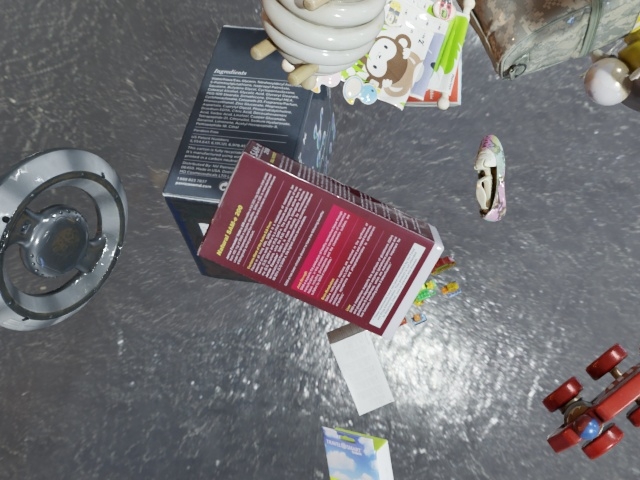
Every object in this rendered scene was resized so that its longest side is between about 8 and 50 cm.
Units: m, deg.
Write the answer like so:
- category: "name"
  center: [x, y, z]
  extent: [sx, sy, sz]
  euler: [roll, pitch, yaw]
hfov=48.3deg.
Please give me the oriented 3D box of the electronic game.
- category: "electronic game"
  center: [-0.319, 0.000, 0.853]
  extent: [0.048, 0.229, 0.229]
  euler: [21, 92, 26]

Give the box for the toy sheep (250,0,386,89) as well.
- category: "toy sheep"
  center: [0.000, -0.150, 0.466]
  extent: [0.091, 0.132, 0.091]
  euler: [8, 55, -12]

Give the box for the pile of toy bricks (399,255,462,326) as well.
- category: "pile of toy bricks"
  center: [0.226, 0.120, 1.656]
  extent: [0.212, 0.105, 0.118]
  euler: [-27, 68, 12]

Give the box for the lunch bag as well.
- category: "lunch bag"
  center: [0.353, -0.444, 1.202]
  extent: [0.256, 0.212, 0.305]
  euler: [-24, 73, 3]

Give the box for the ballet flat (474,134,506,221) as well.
- category: "ballet flat"
  center: [0.421, -0.158, 1.795]
  extent: [0.079, 0.077, 0.222]
  euler: [-3, 89, -39]

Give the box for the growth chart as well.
- category: "growth chart"
  center: [0.074, -0.244, 0.864]
  extent: [0.237, 0.021, 0.172]
  euler: [11, 87, -22]

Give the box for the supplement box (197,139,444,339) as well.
- category: "supplement box"
  center: [0.000, 0.000, 0.798]
  extent: [0.239, 0.073, 0.130]
  euler: [25, 108, -8]

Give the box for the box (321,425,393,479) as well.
- category: "box"
  center: [0.066, 0.388, 1.178]
  extent: [0.109, 0.042, 0.178]
  euler: [2, 107, 38]

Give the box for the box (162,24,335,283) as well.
- category: "box"
  center: [-0.113, -0.156, 1.358]
  extent: [0.211, 0.293, 0.396]
  euler: [6, 61, 9]

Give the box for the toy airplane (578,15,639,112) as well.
- category: "toy airplane"
  center: [0.626, -0.300, 1.311]
  extent: [0.272, 0.386, 0.385]
  euler: [-19, 56, 6]

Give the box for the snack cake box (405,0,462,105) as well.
- category: "snack cake box"
  center: [0.288, -0.484, 1.860]
  extent: [0.152, 0.089, 0.265]
  euler: [1, 97, 1]

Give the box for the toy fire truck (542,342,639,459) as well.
- category: "toy fire truck"
  center: [0.618, 0.355, 1.552]
  extent: [0.302, 0.254, 0.169]
  euler: [-40, 70, 8]

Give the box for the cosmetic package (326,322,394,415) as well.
- category: "cosmetic package"
  center: [0.099, 0.313, 1.762]
  extent: [0.098, 0.060, 0.239]
  euler: [-21, 118, 0]
